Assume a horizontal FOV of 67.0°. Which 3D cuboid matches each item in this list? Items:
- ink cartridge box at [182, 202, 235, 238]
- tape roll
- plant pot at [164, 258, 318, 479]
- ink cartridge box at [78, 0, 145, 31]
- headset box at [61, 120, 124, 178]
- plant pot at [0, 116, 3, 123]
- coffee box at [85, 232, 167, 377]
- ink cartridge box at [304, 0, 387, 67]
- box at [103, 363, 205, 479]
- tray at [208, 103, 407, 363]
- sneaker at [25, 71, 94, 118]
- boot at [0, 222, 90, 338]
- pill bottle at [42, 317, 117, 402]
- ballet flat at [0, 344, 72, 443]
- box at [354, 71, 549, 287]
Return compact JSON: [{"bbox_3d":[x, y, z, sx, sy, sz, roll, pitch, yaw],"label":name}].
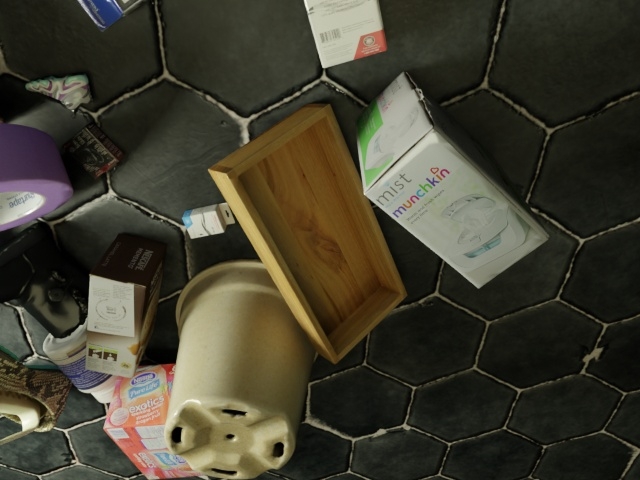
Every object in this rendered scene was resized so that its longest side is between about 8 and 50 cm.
[{"bbox_3d":[-0.208,-0.037,0.902,0.084,0.028,0.048,-11,122,8],"label":"ink cartridge box"},{"bbox_3d":[-0.536,-0.078,0.733,0.275,0.275,0.090,-22,88,15],"label":"tape roll"},{"bbox_3d":[-0.148,0.257,0.929,0.334,0.305,0.333,0,123,0],"label":"plant pot"},{"bbox_3d":[-0.232,-0.428,0.629,0.333,0.065,0.165,-27,119,18],"label":"ink cartridge box"},{"bbox_3d":[-0.386,-0.151,0.829,0.062,0.032,0.083,-30,118,20],"label":"headset box"},{"bbox_3d":[-0.630,-0.241,0.690,0.216,0.215,0.230,-19,107,13],"label":"plant pot"},{"bbox_3d":[-0.382,0.130,0.949,0.098,0.141,0.246,14,123,-9],"label":"coffee box"},{"bbox_3d":[0.032,-0.331,0.688,0.099,0.056,0.135,-13,122,9],"label":"ink cartridge box"},{"bbox_3d":[-0.349,0.418,1.100,0.154,0.142,0.299,-5,135,1],"label":"box"},{"bbox_3d":[0.000,0.000,0.835,0.203,0.076,0.410,-39,123,-22],"label":"tray"},{"bbox_3d":[-0.415,-0.228,0.776,0.098,0.038,0.069,-4,122,4],"label":"sneaker"},{"bbox_3d":[-0.554,0.117,0.903,0.094,0.246,0.207,1,130,46],"label":"boot"},{"bbox_3d":[-0.499,0.264,1.055,0.112,0.112,0.186,-15,122,10],"label":"pill bottle"},{"bbox_3d":[-0.629,0.296,0.922,0.164,0.181,0.482,-8,154,-2],"label":"ballet flat"},{"bbox_3d":[0.178,-0.102,0.714,0.231,0.261,0.127,35,117,-21],"label":"box"}]
